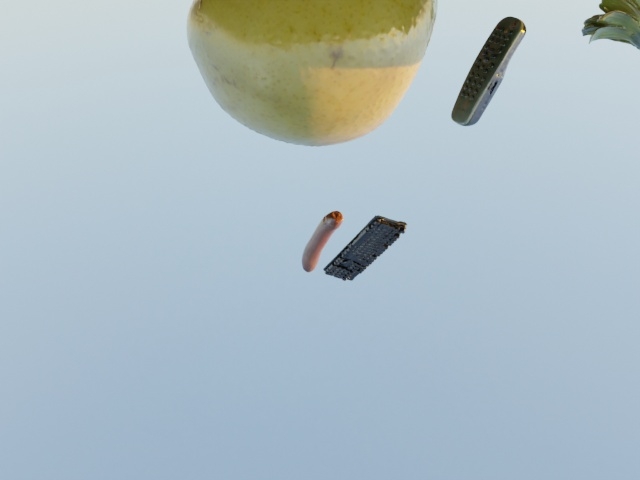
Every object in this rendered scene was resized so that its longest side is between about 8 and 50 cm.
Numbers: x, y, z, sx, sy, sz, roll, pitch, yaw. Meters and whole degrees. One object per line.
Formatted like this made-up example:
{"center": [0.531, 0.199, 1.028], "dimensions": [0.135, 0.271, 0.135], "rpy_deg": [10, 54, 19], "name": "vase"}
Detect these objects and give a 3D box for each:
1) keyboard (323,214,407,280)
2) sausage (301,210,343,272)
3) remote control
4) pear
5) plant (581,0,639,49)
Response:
{"center": [0.084, 0.020, 1.925], "dimensions": [0.072, 0.231, 0.023], "rpy_deg": [16, -125, -21], "name": "keyboard"}
{"center": [0.000, 0.000, 2.055], "dimensions": [0.043, 0.186, 0.043], "rpy_deg": [14, -132, -16], "name": "sausage"}
{"center": [0.315, -0.316, 1.832], "dimensions": [0.042, 0.222, 0.072], "rpy_deg": [22, -170, -36], "name": "remote control"}
{"center": [-0.007, -0.294, 1.324], "dimensions": [0.348, 0.348, 0.348], "rpy_deg": [-1, -158, 1], "name": "pear"}
{"center": [0.697, -0.416, 1.956], "dimensions": [0.306, 0.297, 0.261], "rpy_deg": [-24, -168, 14], "name": "plant"}
